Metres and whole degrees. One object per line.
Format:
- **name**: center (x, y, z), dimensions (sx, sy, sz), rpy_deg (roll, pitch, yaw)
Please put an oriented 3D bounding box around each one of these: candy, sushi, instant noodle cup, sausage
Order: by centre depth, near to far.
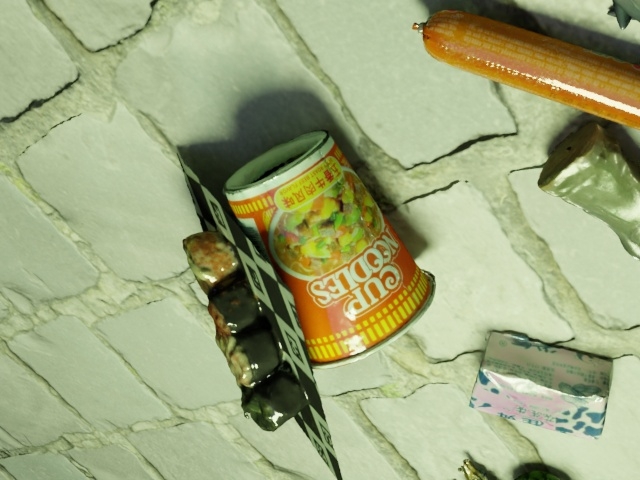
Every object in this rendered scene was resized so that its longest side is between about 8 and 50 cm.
- **sausage**: center (0.247, -0.140, 0.736), dimensions (0.347, 0.053, 0.053), rpy_deg (21, 135, 7)
- **instant noodle cup**: center (0.000, 0.000, 0.905), dimensions (0.193, 0.193, 0.212), rpy_deg (-16, 112, 35)
- **sushi**: center (-0.099, 0.112, 0.972), dimensions (0.320, 0.068, 0.340), rpy_deg (46, 156, 46)
- **candy**: center (0.269, 0.176, 0.997), dimensions (0.160, 0.073, 0.092), rpy_deg (13, 132, 14)

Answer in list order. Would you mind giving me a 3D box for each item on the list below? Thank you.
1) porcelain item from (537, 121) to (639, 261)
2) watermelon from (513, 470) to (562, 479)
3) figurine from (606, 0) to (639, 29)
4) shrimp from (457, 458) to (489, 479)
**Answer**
- **porcelain item**: center (0.318, -0.022, 0.798), dimensions (0.215, 0.069, 0.081), rpy_deg (36, 131, -7)
- **watermelon**: center (0.304, 0.371, 1.133), dimensions (0.108, 0.109, 0.109), rpy_deg (13, 134, 14)
- **figurine**: center (0.296, -0.190, 0.594), dimensions (0.175, 0.197, 0.265), rpy_deg (-35, 103, 28)
- **shrimp**: center (0.229, 0.400, 1.242), dimensions (0.126, 0.047, 0.224), rpy_deg (3, 133, 36)
